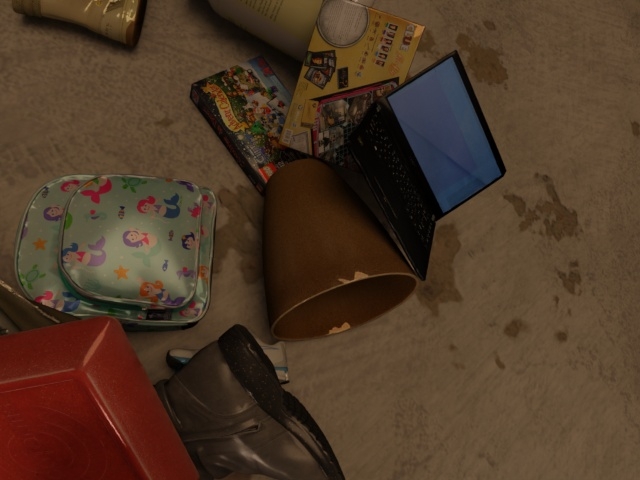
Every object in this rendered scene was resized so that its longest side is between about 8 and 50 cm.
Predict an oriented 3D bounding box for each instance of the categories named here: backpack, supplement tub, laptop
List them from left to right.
[{"bbox_3d":[-0.280,0.015,0.642,0.254,0.191,0.225,5,72,-14],"label":"backpack"},{"bbox_3d":[-0.066,-0.491,0.857,0.325,0.235,0.235,27,65,-12],"label":"supplement tub"},{"bbox_3d":[0.177,-0.119,0.683,0.234,0.137,0.264,58,32,-20],"label":"laptop"}]

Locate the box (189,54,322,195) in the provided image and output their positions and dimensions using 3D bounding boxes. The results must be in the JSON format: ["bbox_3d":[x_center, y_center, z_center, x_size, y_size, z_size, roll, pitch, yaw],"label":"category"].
[{"bbox_3d":[-0.110,-0.219,0.856,0.159,0.044,0.233,-35,88,-27],"label":"box"}]

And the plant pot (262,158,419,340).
[{"bbox_3d":[0.000,0.000,0.743,0.237,0.237,0.254,-9,63,-24],"label":"plant pot"}]

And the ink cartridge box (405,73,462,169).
[{"bbox_3d":[0.142,-0.199,0.865,0.235,0.193,0.088,42,64,-3],"label":"ink cartridge box"}]

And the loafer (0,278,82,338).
[{"bbox_3d":[-0.332,0.119,0.528,0.251,0.094,0.087,55,18,-21],"label":"loafer"}]

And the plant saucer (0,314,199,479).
[{"bbox_3d":[-0.300,0.219,0.499,0.259,0.047,0.258,-11,116,6],"label":"plant saucer"}]

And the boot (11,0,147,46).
[{"bbox_3d":[-0.409,-0.482,0.803,0.204,0.095,0.261,8,74,-18],"label":"boot"}]

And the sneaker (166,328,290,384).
[{"bbox_3d":[-0.140,0.176,0.710,0.191,0.071,0.082,13,58,-22],"label":"sneaker"}]

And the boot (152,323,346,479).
[{"bbox_3d":[-0.115,0.303,0.635,0.223,0.118,0.338,-35,96,-8],"label":"boot"}]

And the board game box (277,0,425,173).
[{"bbox_3d":[0.046,-0.246,0.741,0.165,0.042,0.243,21,105,2],"label":"board game box"}]
